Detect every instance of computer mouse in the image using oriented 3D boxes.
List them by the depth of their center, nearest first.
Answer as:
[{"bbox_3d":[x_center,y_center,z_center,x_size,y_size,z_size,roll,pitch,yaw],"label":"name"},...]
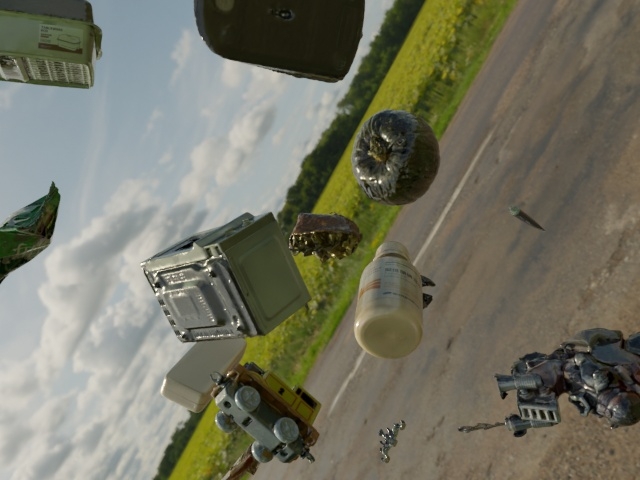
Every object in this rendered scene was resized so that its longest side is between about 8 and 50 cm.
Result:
[{"bbox_3d":[-0.065,-0.352,0.922,0.100,0.269,0.170,-126,47,-67],"label":"computer mouse"}]

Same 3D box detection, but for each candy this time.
[{"bbox_3d":[-0.527,-0.003,1.027,0.203,0.078,0.141,-51,1,27],"label":"candy"}]

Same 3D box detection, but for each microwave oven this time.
[{"bbox_3d":[-0.252,0.110,1.487,0.355,0.286,0.218,-12,16,42],"label":"microwave oven"}]

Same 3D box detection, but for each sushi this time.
[{"bbox_3d":[0.002,-0.001,1.802,0.167,0.297,0.179,47,-122,-52],"label":"sushi"}]

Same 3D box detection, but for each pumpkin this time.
[{"bbox_3d":[0.168,-0.190,1.344,0.157,0.223,0.223,3,-54,-45],"label":"pumpkin"}]

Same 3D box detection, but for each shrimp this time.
[{"bbox_3d":[-0.145,0.424,1.132,0.162,0.045,0.095,-47,-29,6],"label":"shrimp"}]

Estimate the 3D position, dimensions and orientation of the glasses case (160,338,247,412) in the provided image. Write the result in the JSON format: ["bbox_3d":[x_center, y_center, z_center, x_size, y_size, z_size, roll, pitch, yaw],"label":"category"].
[{"bbox_3d":[-0.355,0.393,1.831,0.336,0.144,0.076,-48,-20,-65],"label":"glasses case"}]

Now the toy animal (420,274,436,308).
[{"bbox_3d":[0.261,0.163,1.870,0.116,0.179,0.218,-30,-18,-53],"label":"toy animal"}]

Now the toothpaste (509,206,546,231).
[{"bbox_3d":[0.468,-0.049,1.335,0.037,0.140,0.021,36,98,51],"label":"toothpaste"}]

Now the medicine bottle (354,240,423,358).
[{"bbox_3d":[0.125,0.091,1.043,0.114,0.114,0.252,-60,7,30],"label":"medicine bottle"}]

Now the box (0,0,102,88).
[{"bbox_3d":[-0.669,-0.473,1.382,0.220,0.291,0.166,160,110,-69],"label":"box"}]

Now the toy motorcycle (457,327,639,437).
[{"bbox_3d":[0.427,0.265,1.042,0.401,0.134,0.207,-15,22,23],"label":"toy motorcycle"}]

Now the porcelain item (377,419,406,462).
[{"bbox_3d":[0.201,0.592,1.763,0.075,0.021,0.136,23,86,47],"label":"porcelain item"}]

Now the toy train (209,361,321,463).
[{"bbox_3d":[-0.086,0.277,0.967,0.089,0.219,0.127,-50,0,32],"label":"toy train"}]
